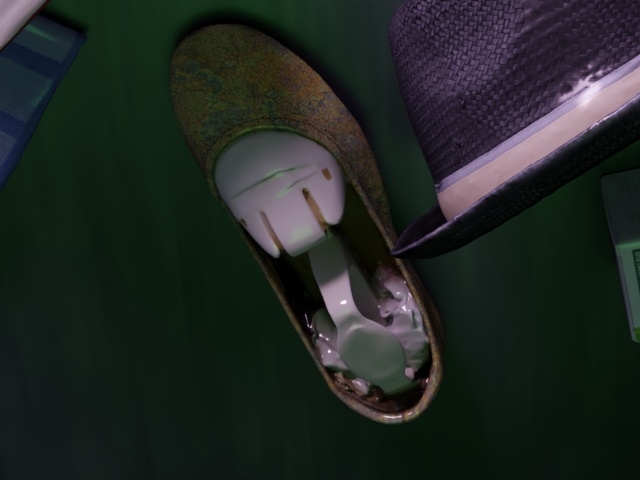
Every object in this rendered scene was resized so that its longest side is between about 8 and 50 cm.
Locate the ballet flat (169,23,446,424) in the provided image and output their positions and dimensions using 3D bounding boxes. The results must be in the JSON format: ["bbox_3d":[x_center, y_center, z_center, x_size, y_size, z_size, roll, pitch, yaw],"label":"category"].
[{"bbox_3d":[0.000,0.000,1.412,0.123,0.123,0.348,-22,123,13],"label":"ballet flat"}]

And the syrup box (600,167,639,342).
[{"bbox_3d":[0.333,-0.010,1.429,0.236,0.096,0.093,-11,124,7],"label":"syrup box"}]

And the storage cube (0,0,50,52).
[{"bbox_3d":[-0.203,-0.264,1.171,0.183,0.193,0.215,38,117,-25],"label":"storage cube"}]

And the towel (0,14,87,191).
[{"bbox_3d":[-0.335,-0.123,1.363,0.285,0.034,0.209,23,119,-19],"label":"towel"}]

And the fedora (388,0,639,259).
[{"bbox_3d":[0.141,-0.121,1.256,0.334,0.334,0.152,-34,90,20],"label":"fedora"}]
